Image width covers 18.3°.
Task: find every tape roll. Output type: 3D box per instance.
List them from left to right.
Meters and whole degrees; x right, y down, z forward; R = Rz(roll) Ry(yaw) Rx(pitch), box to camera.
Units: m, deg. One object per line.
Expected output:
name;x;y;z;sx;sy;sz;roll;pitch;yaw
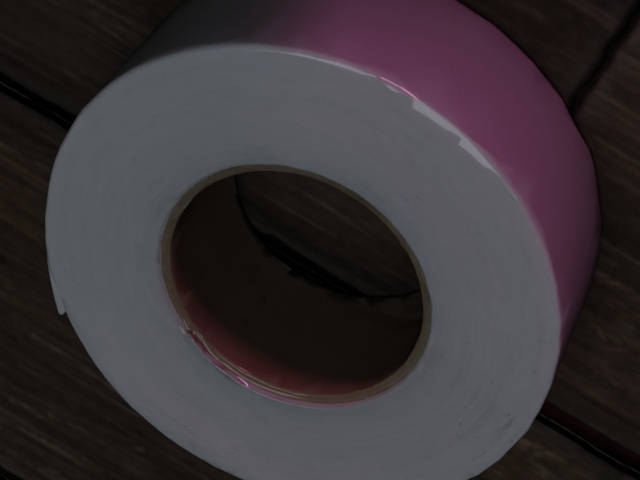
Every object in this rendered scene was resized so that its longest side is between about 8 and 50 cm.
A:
tape roll;0.000;0.000;1.052;0.286;0.100;0.286;11;127;16
